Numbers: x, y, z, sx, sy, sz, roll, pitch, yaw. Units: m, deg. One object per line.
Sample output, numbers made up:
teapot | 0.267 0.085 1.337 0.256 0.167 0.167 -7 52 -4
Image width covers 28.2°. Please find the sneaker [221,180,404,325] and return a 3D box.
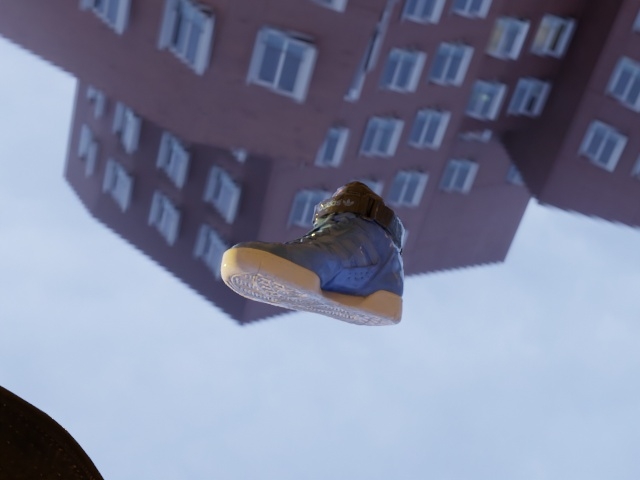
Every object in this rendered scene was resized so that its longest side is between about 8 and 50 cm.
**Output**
sneaker | -0.001 0.000 0.802 0.152 0.058 0.084 18 -109 -43

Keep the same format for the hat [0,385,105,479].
hat | -0.261 0.156 0.620 0.331 0.134 0.331 3 -122 -5
